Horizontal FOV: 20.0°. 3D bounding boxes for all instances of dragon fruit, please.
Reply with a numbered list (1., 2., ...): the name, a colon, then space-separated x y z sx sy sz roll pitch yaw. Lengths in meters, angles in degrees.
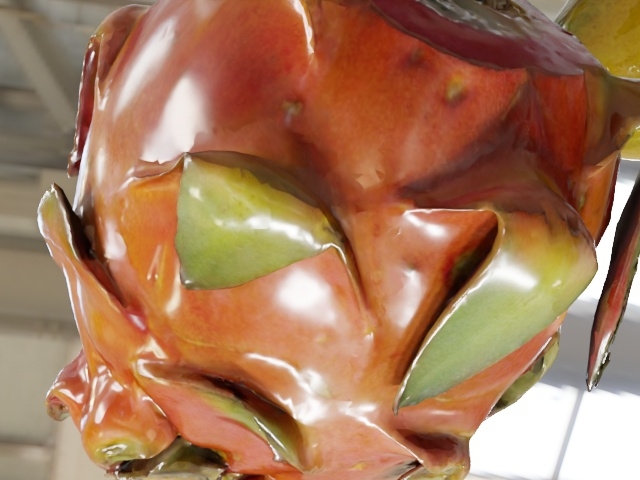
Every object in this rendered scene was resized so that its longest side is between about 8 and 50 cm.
1. dragon fruit: 0.004 -0.004 0.679 0.224 0.227 0.224 14 -155 -7

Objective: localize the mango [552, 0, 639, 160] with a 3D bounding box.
1. mango: 0.273 -0.154 1.287 0.175 0.139 0.254 35 -98 28
